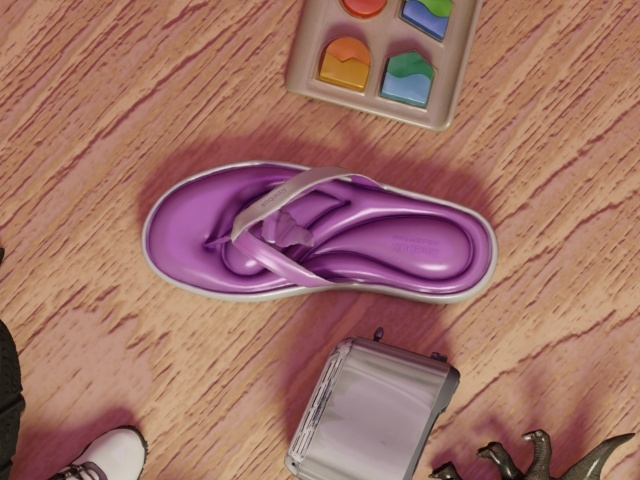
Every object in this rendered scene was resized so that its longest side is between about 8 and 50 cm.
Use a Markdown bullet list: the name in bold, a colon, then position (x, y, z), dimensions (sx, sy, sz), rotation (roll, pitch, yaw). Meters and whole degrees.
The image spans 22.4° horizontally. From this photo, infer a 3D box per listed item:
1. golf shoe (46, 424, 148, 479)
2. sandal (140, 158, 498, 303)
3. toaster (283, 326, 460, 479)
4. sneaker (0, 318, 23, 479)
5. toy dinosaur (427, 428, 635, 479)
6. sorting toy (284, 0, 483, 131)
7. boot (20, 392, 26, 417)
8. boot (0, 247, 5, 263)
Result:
- **golf shoe**: position (-0.272, 0.285, 1.811), dimensions (0.077, 0.094, 0.198), rotation (43, 81, 7)
- **sandal**: position (0.000, -0.015, 1.859), dimensions (0.416, 0.102, 0.169), rotation (2, 80, 0)
- **toaster**: position (0.054, 0.214, 1.812), dimensions (0.146, 0.129, 0.227), rotation (23, 83, 7)
- **sneaker**: position (-0.480, 0.272, 1.724), dimensions (0.257, 0.169, 0.447), rotation (14, 101, 10)
- **toy dinosaur**: position (0.218, 0.310, 1.819), dimensions (0.313, 0.121, 0.160), rotation (-28, 94, -10)
- **sorting toy**: position (0.078, -0.245, 1.932), dimensions (0.208, 0.038, 0.193), rotation (14, 81, 2)
- **boot**: position (-0.490, 0.194, 1.838), dimensions (0.305, 0.112, 0.115), rotation (8, 111, -4)
- **boot**: position (-0.440, 0.023, 1.883), dimensions (0.114, 0.037, 0.106), rotation (35, 80, 9)
